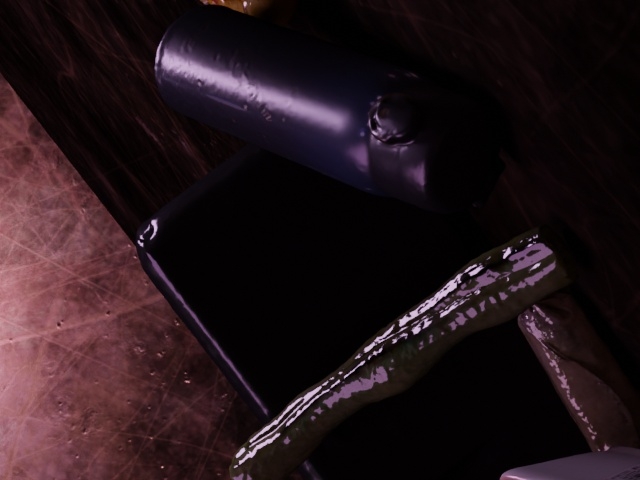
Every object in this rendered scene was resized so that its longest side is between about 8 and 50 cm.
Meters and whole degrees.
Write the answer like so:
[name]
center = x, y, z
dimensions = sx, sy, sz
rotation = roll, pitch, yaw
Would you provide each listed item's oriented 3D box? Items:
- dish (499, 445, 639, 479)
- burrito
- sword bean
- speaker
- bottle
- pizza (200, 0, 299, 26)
[dish]
center = 0.220, 0.174, 1.001
dimensions = 0.234, 0.064, 0.154
rotation = 7, 136, 50
[burrito]
center = 0.165, 0.095, 1.088
dimensions = 0.188, 0.045, 0.058
rotation = 57, 155, -9
[sword bean]
center = 0.041, 0.073, 1.083
dimensions = 0.038, 0.269, 0.043
rotation = 34, -146, -27
[speaker]
center = 0.045, 0.090, 1.249
dimensions = 0.388, 0.180, 0.184
rotation = 55, 175, -14
[bottle]
center = 0.001, -0.077, 1.061
dimensions = 0.244, 0.072, 0.082
rotation = 25, 172, 45
[pizza]
center = -0.072, -0.200, 1.159
dimensions = 0.176, 0.036, 0.185
rotation = 57, 168, -23
